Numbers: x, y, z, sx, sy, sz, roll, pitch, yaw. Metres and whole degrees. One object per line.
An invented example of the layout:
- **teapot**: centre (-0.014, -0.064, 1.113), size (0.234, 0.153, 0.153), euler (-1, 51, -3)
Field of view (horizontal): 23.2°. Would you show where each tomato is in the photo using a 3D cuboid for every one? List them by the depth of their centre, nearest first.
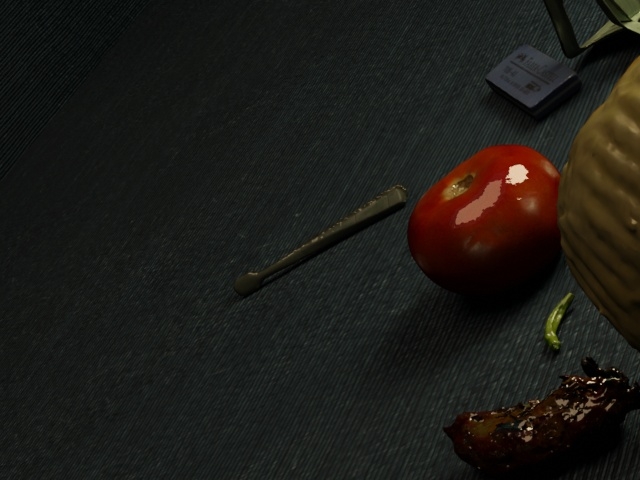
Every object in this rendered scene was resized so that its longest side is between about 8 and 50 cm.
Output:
- **tomato**: centre (0.198, -0.019, 1.798), size (0.195, 0.136, 0.195), euler (-35, 21, 15)

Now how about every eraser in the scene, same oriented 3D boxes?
- **eraser**: centre (0.297, -0.223, 2.188), size (0.082, 0.036, 0.225), euler (-39, 22, 2)

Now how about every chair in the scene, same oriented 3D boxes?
- **chair**: centre (0.425, -0.334, 2.052), size (0.203, 0.190, 0.275), euler (-43, 30, -16)

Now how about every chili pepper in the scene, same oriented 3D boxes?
- **chili pepper**: centre (0.253, 0.089, 1.655), size (0.030, 0.017, 0.083), euler (-22, 29, 33)

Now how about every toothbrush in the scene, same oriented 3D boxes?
- **toothbrush**: centre (0.000, 0.000, 2.212), size (0.297, 0.030, 0.030), euler (-30, 13, 20)

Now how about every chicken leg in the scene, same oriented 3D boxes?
- **chicken leg**: centre (0.210, 0.174, 1.488), size (0.234, 0.063, 0.105), euler (-27, 19, 28)

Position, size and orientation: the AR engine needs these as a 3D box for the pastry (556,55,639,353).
- **pastry**: centre (0.391, -0.034, 1.258), size (0.388, 0.388, 0.313), euler (-42, 61, -11)
